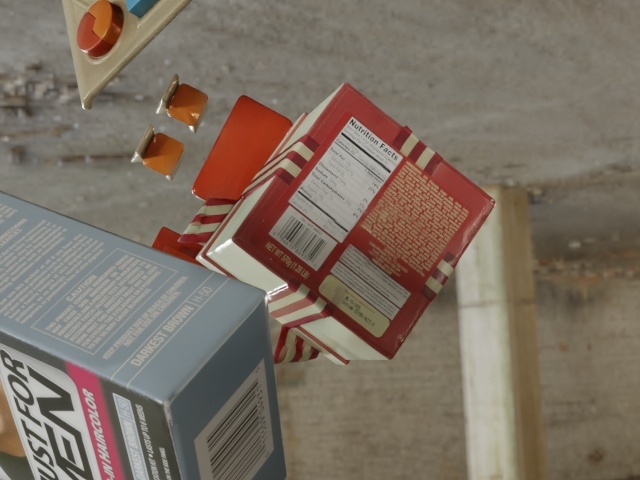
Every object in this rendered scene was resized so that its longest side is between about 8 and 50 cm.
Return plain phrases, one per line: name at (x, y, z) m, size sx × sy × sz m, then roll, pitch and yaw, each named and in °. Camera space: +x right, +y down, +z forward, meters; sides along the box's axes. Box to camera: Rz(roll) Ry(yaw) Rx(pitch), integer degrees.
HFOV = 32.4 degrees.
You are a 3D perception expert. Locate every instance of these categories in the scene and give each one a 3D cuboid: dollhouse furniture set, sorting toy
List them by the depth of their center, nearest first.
sorting toy at (-0.235, -0.327, 1.253) m, size 0.041 × 0.307 × 0.229 m, roll 19°, pitch 131°, yaw -41°
dollhouse furniture set at (-0.126, -0.063, 1.445) m, size 0.262 × 0.259 × 0.135 m, roll 27°, pitch 170°, yaw -8°

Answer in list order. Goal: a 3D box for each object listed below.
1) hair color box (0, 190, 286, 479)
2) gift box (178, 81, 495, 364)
hair color box at (-0.214, 0.074, 0.776) m, size 0.374 × 0.185 × 0.113 m, roll 19°, pitch -135°, yaw 25°
gift box at (0.000, 0.000, 1.276) m, size 0.255 × 0.276 × 0.258 m, roll 42°, pitch 167°, yaw -7°
